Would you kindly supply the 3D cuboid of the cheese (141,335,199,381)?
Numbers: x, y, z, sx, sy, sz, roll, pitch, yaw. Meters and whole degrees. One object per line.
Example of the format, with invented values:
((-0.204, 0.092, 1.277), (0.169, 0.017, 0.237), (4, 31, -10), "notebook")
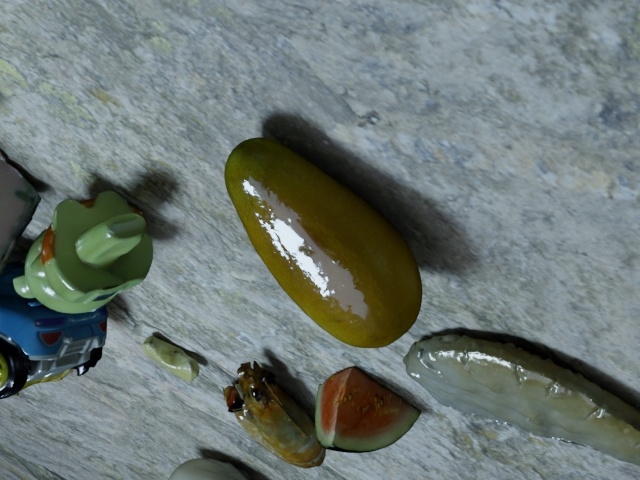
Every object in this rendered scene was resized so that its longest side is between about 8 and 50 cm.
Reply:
((-0.194, 0.151, 1.713), (0.083, 0.030, 0.044), (32, 162, 8), "cheese")

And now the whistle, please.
((-0.245, 0.013, 1.402), (0.288, 0.131, 0.106), (-32, 74, 64), "whistle")

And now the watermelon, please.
((0.032, 0.184, 1.505), (0.135, 0.125, 0.094), (28, 132, 50), "watermelon")

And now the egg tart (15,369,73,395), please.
((-0.483, 0.136, 1.899), (0.290, 0.115, 0.290), (21, 153, 12), "egg tart")

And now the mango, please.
((0.000, 0.000, 1.142), (0.227, 0.099, 0.136), (48, 155, -18), "mango")

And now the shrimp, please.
((-0.077, 0.212, 1.681), (0.152, 0.063, 0.287), (28, 160, 31), "shrimp")

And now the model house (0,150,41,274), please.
((-0.473, -0.002, 1.490), (0.202, 0.237, 0.237), (32, 161, -21), "model house")

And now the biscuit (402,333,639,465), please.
((0.199, 0.146, 1.272), (0.289, 0.038, 0.141), (16, 152, 27), "biscuit")

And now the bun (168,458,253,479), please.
((-0.154, 0.409, 2.058), (0.173, 0.120, 0.173), (47, 176, 4), "bun")

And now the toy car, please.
((-0.425, 0.093, 1.664), (0.314, 0.166, 0.198), (7, -174, 26), "toy car")
